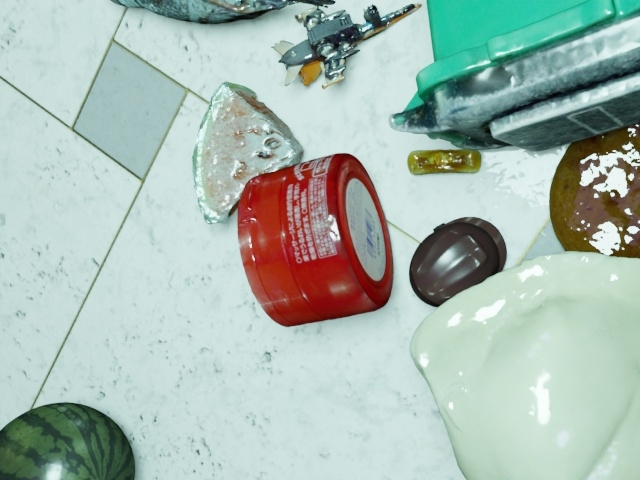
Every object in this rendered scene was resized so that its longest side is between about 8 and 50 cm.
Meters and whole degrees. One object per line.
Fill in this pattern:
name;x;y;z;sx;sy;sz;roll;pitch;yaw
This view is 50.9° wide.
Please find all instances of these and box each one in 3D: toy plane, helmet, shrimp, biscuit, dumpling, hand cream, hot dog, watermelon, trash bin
toy plane;0.030;-0.254;0.819;0.188;0.062;0.135;-26;59;18
helmet;0.157;0.028;0.791;0.123;0.070;0.098;-44;79;20
shrimp;-0.155;-0.344;0.826;0.371;0.172;0.137;9;92;27
biscuit;0.355;-0.047;0.726;0.212;0.036;0.212;1;94;22
dumpling;0.298;0.179;0.674;0.315;0.233;0.395;-39;95;17
hand cream;0.000;0.000;0.786;0.125;0.193;0.193;-13;90;23
hot dog;0.145;-0.094;0.803;0.090;0.034;0.030;0;95;20
watermelon;-0.371;0.333;0.949;0.212;0.212;0.212;2;95;21
watermelon;-0.088;-0.107;0.879;0.139;0.071;0.187;7;89;13
trash bin;0.205;-0.290;0.655;0.295;0.259;0.382;-15;82;32
